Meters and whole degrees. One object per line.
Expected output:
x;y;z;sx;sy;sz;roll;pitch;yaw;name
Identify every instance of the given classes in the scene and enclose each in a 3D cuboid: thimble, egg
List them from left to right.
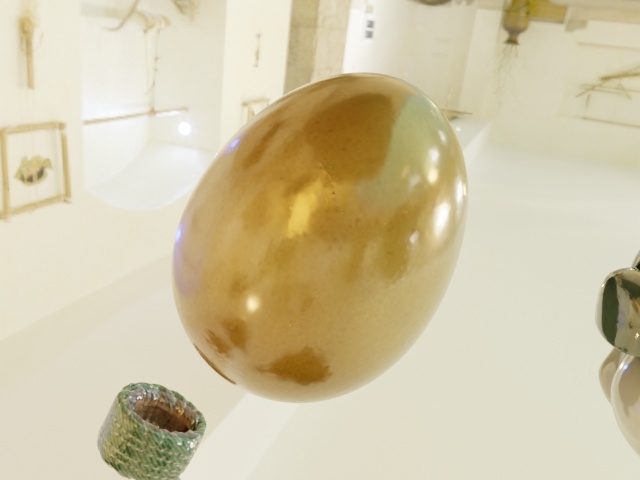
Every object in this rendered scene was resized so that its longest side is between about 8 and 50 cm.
-0.237;0.270;0.822;0.135;0.090;0.118;27;-167;-6;thimble
0.000;0.000;0.544;0.250;0.322;0.250;25;-157;-11;egg

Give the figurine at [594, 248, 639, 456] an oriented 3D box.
0.222;0.073;0.331;0.126;0.192;0.147;-7;-162;-3;figurine
